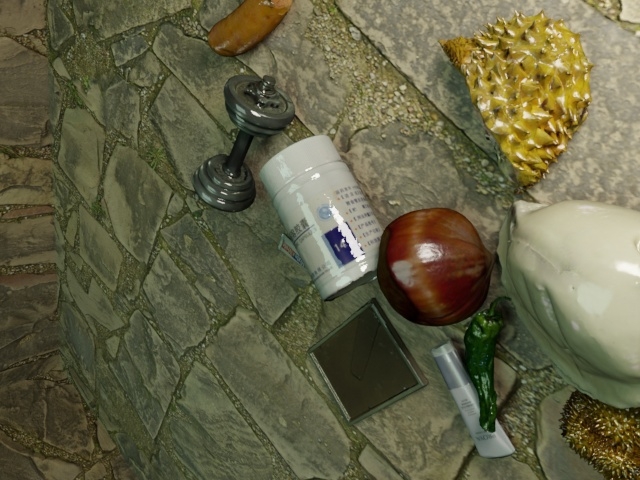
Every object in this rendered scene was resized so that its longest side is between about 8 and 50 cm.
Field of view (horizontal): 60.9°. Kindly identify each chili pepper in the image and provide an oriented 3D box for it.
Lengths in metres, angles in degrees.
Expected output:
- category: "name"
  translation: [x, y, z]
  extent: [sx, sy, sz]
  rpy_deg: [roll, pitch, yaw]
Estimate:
- category: "chili pepper"
  translation: [0.312, 0.218, 1.035]
  extent: [0.122, 0.065, 0.279]
  rpy_deg: [-119, 23, -72]

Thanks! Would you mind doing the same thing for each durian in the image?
- category: "durian"
  translation: [0.477, 0.306, 0.888]
  extent: [0.168, 0.137, 0.158]
  rpy_deg: [39, 109, 48]
- category: "durian"
  translation: [0.332, -0.256, 0.881]
  extent: [0.195, 0.185, 0.305]
  rpy_deg: [-26, 75, 24]

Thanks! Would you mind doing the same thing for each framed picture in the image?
- category: "framed picture"
  translation: [0.101, 0.310, 1.348]
  extent: [0.232, 0.024, 0.315]
  rpy_deg: [59, 136, 14]

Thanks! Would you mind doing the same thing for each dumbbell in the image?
- category: "dumbbell"
  translation: [-0.199, -0.236, 1.367]
  extent: [0.179, 0.179, 0.406]
  rpy_deg: [51, 133, 22]

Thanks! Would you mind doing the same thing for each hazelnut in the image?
- category: "hazelnut"
  translation: [0.217, 0.056, 1.031]
  extent: [0.229, 0.229, 0.230]
  rpy_deg: [17, 114, 42]

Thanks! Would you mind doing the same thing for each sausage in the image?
- category: "sausage"
  translation: [-0.175, -0.522, 1.310]
  extent: [0.270, 0.109, 0.109]
  rpy_deg: [-17, 90, 47]

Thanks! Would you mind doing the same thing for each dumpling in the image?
- category: "dumpling"
  translation: [0.397, 0.096, 0.834]
  extent: [0.395, 0.233, 0.316]
  rpy_deg: [42, 137, 53]

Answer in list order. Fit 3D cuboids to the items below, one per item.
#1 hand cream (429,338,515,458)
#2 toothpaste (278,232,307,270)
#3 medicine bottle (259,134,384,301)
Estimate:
- category: "hand cream"
  translation: [0.308, 0.328, 1.120]
  extent: [0.079, 0.048, 0.255]
  rpy_deg: [-35, 78, 44]
- category: "toothpaste"
  translation: [-0.039, 0.054, 1.406]
  extent: [0.218, 0.033, 0.052]
  rpy_deg: [38, 123, 37]
- category: "medicine bottle"
  translation: [0.014, -0.053, 1.197]
  extent: [0.190, 0.190, 0.332]
  rpy_deg: [-39, 74, 45]
